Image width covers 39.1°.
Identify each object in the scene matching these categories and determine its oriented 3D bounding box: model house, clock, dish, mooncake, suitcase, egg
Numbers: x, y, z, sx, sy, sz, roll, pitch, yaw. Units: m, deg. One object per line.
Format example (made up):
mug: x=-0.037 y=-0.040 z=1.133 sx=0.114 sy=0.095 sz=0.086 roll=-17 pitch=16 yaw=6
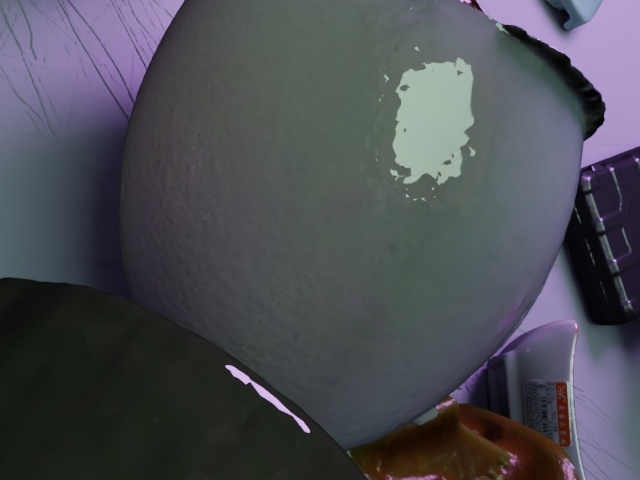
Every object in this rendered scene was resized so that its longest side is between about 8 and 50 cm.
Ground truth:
model house: x=0.100 y=0.210 z=0.802 sx=0.239 sy=0.268 sz=0.173 roll=34 pitch=80 yaw=-25
clock: x=0.335 y=-0.367 z=1.241 sx=0.135 sy=0.041 sz=0.101 roll=48 pitch=55 yaw=-17
dish: x=0.228 y=0.197 z=0.962 sx=0.077 sy=0.151 sz=0.212 roll=-2 pitch=77 yaw=-2
mooncake: x=-0.133 y=0.204 z=0.528 sx=0.356 sy=0.356 sz=0.194 roll=50 pitch=49 yaw=-17
suitcase: x=0.433 y=-0.020 z=1.211 sx=0.285 sy=0.066 sz=0.206 roll=-18 pitch=90 yaw=-39
egg: x=0.000 y=0.000 z=0.711 sx=0.354 sy=0.354 sz=0.339 roll=26 pitch=83 yaw=-30

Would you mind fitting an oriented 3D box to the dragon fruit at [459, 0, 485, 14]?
dragon fruit: x=0.125 y=-0.213 z=0.968 sx=0.224 sy=0.148 sz=0.218 roll=38 pitch=57 yaw=-25
